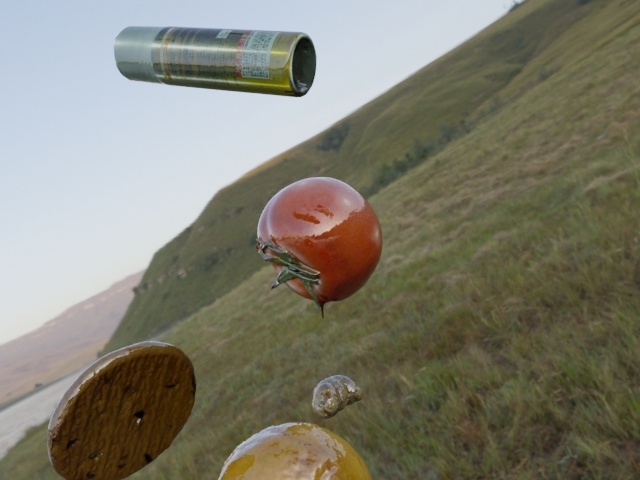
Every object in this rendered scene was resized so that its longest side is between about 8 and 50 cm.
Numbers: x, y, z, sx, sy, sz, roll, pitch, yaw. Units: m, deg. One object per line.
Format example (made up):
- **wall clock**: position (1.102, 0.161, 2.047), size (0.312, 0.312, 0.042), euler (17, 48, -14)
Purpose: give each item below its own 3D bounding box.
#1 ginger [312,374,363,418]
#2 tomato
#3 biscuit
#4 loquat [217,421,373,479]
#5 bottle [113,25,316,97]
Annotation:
- **ginger**: position (0.032, 0.364, 1.327), size (0.104, 0.080, 0.204), euler (4, -4, 21)
- **tomato**: position (0.000, 0.000, 1.122), size (0.224, 0.256, 0.255), euler (-42, 7, -30)
- **biscuit**: position (-0.255, 0.226, 0.742), size (0.212, 0.212, 0.036), euler (-27, 41, -36)
- **loquat**: position (-0.033, 0.362, 0.769), size (0.238, 0.239, 0.193), euler (-27, -12, -12)
- **bottle**: position (-0.150, -0.248, 0.772), size (0.285, 0.082, 0.082), euler (11, 16, 22)
